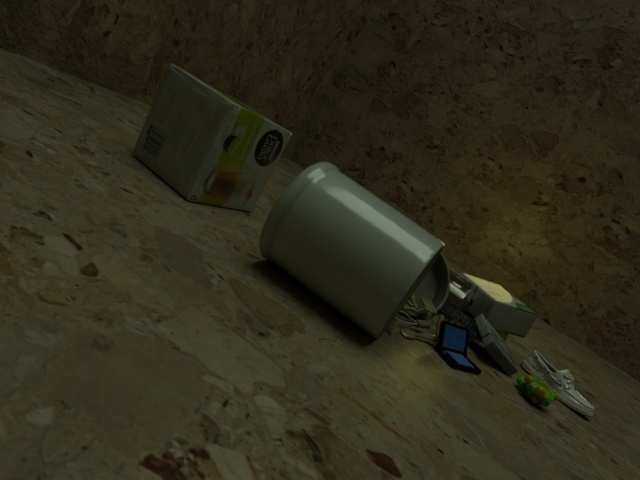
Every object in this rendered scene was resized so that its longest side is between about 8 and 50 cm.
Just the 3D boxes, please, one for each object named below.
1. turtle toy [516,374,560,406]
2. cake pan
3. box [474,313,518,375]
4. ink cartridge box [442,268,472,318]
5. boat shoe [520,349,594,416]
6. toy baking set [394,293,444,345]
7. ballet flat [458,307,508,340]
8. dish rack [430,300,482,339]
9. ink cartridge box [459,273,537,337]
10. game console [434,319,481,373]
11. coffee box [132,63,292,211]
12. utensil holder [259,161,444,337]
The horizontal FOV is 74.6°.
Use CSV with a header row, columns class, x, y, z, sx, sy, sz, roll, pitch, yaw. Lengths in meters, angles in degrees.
class,x,y,z,sx,sy,sz,roll,pitch,yaw
turtle toy,0.662,0.461,1.297,0.095,0.066,0.130,25,13,-21
cake pan,0.325,0.123,1.473,0.293,0.293,0.054,26,-23,-17
box,0.611,0.361,1.471,0.145,0.038,0.186,49,19,-9
ink cartridge box,0.528,0.215,1.691,0.115,0.067,0.198,36,-30,28
boat shoe,0.858,0.503,1.504,0.098,0.096,0.277,20,16,-41
toy baking set,0.314,0.255,1.331,0.196,0.030,0.256,31,31,-4
ballet flat,0.661,0.349,1.750,0.077,0.077,0.231,-9,33,-37
dish rack,0.485,0.287,1.578,0.271,0.074,0.208,37,16,22
ink cartridge box,0.705,0.261,1.729,0.201,0.117,0.278,18,15,-14
game console,0.423,0.321,1.262,0.144,0.085,0.124,21,15,-32
coffee box,-0.372,-0.342,1.476,0.338,0.338,0.334,36,14,27
utensil holder,0.087,0.023,1.132,0.385,0.328,0.327,35,14,17
